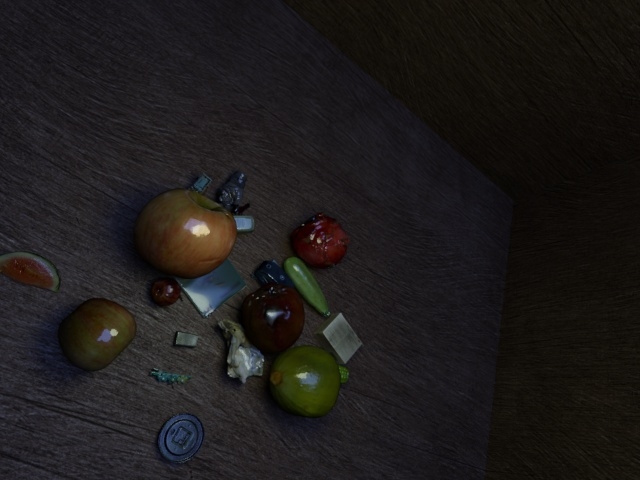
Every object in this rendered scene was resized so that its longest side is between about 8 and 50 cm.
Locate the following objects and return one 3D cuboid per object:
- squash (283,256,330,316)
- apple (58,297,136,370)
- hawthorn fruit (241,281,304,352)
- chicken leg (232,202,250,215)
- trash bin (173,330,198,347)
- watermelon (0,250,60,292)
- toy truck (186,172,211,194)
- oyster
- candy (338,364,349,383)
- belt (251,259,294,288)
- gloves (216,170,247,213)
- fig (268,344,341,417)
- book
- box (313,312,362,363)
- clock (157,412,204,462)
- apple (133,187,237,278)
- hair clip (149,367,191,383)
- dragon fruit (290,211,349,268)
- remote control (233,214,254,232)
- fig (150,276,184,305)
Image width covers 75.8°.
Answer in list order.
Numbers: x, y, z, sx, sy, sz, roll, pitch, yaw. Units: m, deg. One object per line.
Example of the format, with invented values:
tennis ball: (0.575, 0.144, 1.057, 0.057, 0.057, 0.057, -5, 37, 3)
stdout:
squash: (-0.065, 0.241, 2.143, 0.118, 0.118, 0.371, -43, 102, -36)
apple: (-0.824, 0.340, 1.519, 0.234, 0.257, 0.257, 49, 55, -8)
hawthorn fruit: (-0.220, 0.361, 1.885, 0.308, 0.308, 0.325, 12, 106, -30)
chicken leg: (-0.414, -0.115, 2.069, 0.093, 0.053, 0.205, 37, 63, -43)
trash bin: (-0.583, 0.430, 1.780, 0.092, 0.043, 0.061, 20, 64, -31)
watermelon: (-1.090, 0.107, 1.546, 0.245, 0.063, 0.119, 31, 73, -22)
toy truck: (-0.598, -0.223, 1.942, 0.080, 0.115, 0.178, 40, 58, -17)
oyster: (-0.368, 0.505, 1.855, 0.275, 0.100, 0.271, 40, 34, -51)
candy: (0.041, 0.671, 2.084, 0.209, 0.096, 0.097, 18, 65, -22)
belt: (-0.218, 0.192, 2.051, 0.218, 0.122, 0.128, 49, 44, -12)
gloves: (-0.443, -0.230, 2.048, 0.142, 0.119, 0.285, 29, 45, -6)
fig: (-0.079, 0.635, 1.855, 0.343, 0.343, 0.343, 11, 68, -30)
book: (-0.548, 0.134, 1.906, 0.264, 0.031, 0.379, -40, 98, -34)
box: (0.094, 0.516, 2.166, 0.168, 0.095, 0.212, -39, 98, -35)
clock: (-0.566, 0.797, 1.667, 0.184, 0.040, 0.185, 11, 69, -31)
apple: (-0.561, -0.024, 1.708, 0.391, 0.391, 0.347, 30, 97, -22)
hair clip: (-0.623, 0.569, 1.710, 0.172, 0.049, 0.049, 22, 63, -27)
dragon fruit: (0.000, 0.000, 2.165, 0.301, 0.295, 0.296, 33, 58, -6)
remote control: (-0.464, -0.078, 1.969, 0.309, 0.038, 0.090, -3, 81, -27)
fig: (-0.645, 0.220, 1.756, 0.150, 0.128, 0.128, 10, 69, -30)
